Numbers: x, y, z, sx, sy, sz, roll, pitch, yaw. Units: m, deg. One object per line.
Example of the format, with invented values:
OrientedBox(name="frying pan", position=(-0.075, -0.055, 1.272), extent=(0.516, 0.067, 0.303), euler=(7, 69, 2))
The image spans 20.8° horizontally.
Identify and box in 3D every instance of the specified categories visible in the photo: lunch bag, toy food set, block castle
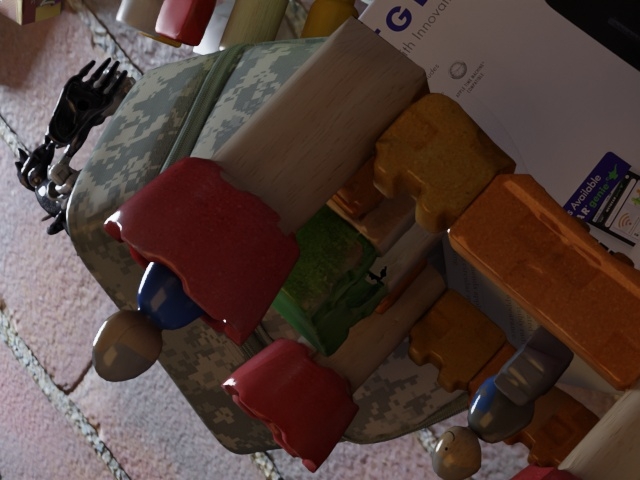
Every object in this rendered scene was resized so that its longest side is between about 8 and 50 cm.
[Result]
OrientedBox(name="lunch bag", position=(0.000, 0.000, 1.295), extent=(0.256, 0.212, 0.305), euler=(-10, 127, 30))
OrientedBox(name="toy food set", position=(-0.073, -0.198, 1.406), extent=(0.232, 0.111, 0.104), euler=(23, 93, 49))
OrientedBox(name="block castle", position=(0.060, 0.109, 0.951), extent=(0.303, 0.213, 0.453), euler=(41, 171, 15))

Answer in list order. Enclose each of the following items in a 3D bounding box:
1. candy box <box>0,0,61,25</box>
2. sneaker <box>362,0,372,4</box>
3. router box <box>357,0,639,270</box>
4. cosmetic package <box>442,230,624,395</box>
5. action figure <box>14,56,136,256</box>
OrientedBox(name="candy box", position=(-0.318, -0.288, 1.637), extent=(0.186, 0.053, 0.109), euler=(33, 130, 32))
OrientedBox(name="sneaker", position=(-0.004, -0.278, 1.260), extent=(0.145, 0.147, 0.385), euler=(-39, 55, 12))
OrientedBox(name="router box", position=(0.204, -0.122, 1.031), extent=(0.301, 0.082, 0.335), euler=(39, 92, 25))
OrientedBox(name="cosmetic package", position=(0.198, 0.003, 1.184), extent=(0.183, 0.151, 0.151), euler=(10, 116, 43))
OrientedBox(name="action figure", position=(-0.186, -0.062, 1.556), extent=(0.164, 0.141, 0.276), euler=(52, 163, 2))
